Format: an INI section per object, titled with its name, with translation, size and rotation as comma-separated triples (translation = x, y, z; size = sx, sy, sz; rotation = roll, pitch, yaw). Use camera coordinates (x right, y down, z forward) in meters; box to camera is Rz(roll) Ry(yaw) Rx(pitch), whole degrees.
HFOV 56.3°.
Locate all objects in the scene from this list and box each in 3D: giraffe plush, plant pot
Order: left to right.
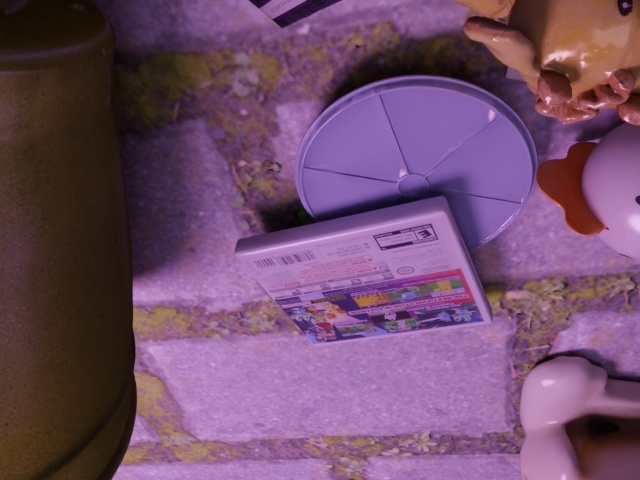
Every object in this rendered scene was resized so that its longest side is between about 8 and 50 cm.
[plant pot]
translation = -0.291, -0.010, 0.418
size = 0.366, 0.366, 0.353
rotation = 16, 120, -8
[giraffe plush]
translation = 0.140, -0.147, 0.333
size = 0.181, 0.171, 0.210
rotation = -6, 131, 11

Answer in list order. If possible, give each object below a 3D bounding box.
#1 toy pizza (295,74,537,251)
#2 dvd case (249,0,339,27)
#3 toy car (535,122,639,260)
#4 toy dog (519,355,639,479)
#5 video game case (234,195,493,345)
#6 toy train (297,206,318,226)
[toy pizza]
translation = 0.079, -0.056, 0.512
size = 0.201, 0.032, 0.201
rotation = 4, 137, 4
[dvd case]
translation = -0.084, -0.204, 0.331
size = 0.221, 0.164, 0.018
rotation = 34, 90, -22
[toy car]
translation = 0.278, -0.019, 0.428
size = 0.237, 0.210, 0.219
rotation = 4, 143, 20
[toy dog]
translation = 0.342, 0.380, 0.619
size = 0.284, 0.408, 0.396
rotation = 12, 131, -3
[video game case]
translation = 0.047, 0.041, 0.582
size = 0.201, 0.023, 0.183
rotation = -12, 138, 22
[toy train]
translation = 0.000, 0.000, 0.584
size = 0.023, 0.017, 0.083
rotation = -4, 131, 23
